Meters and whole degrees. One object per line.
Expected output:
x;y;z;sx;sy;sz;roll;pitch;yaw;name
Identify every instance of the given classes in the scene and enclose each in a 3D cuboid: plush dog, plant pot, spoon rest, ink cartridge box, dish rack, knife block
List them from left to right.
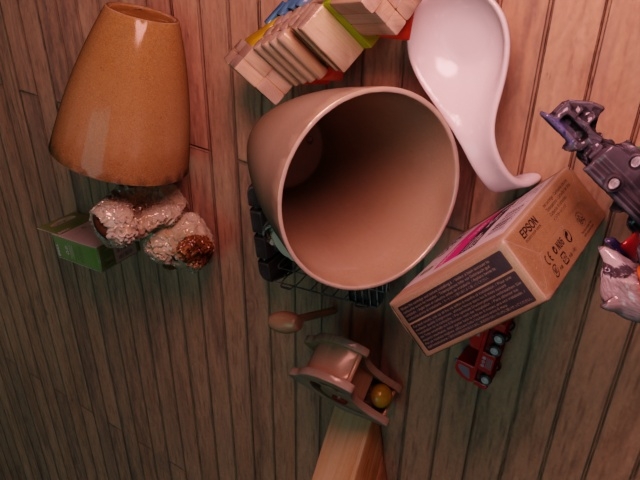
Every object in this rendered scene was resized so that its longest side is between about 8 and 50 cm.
-0.517;-0.001;1.497;0.209;0.109;0.062;14;123;32;ink cartridge box
-0.319;-0.255;1.127;0.237;0.237;0.254;27;117;23;plant pot
-0.297;-0.031;1.288;0.225;0.210;0.262;46;165;-13;plush dog
0.000;0.000;1.120;0.272;0.074;0.208;12;124;31;dish rack
0.004;-0.101;0.931;0.274;0.257;0.256;35;140;56;plant pot
0.027;0.484;1.267;0.088;0.242;0.275;10;121;33;knife block
0.196;-0.181;0.843;0.137;0.084;0.276;-14;107;42;spoon rest
0.223;0.024;0.840;0.088;0.235;0.193;53;134;0;ink cartridge box

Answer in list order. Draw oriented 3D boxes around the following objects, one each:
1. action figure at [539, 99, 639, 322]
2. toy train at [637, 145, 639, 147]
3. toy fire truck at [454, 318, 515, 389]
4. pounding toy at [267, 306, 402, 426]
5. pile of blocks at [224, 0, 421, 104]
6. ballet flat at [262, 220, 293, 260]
0.394;-0.049;0.679;0.341;0.178;0.330;34;116;-6;action figure
0.400;-0.085;0.782;0.083;0.024;0.017;30;131;20;toy train
0.223;0.127;1.033;0.135;0.047;0.192;25;130;25;toy fire truck
0.048;0.194;1.146;0.269;0.154;0.154;40;155;-32;pounding toy
0.017;-0.285;0.919;0.113;0.149;0.362;39;150;-31;pile of blocks
-0.014;0.025;1.051;0.188;0.070;0.070;34;132;14;ballet flat
